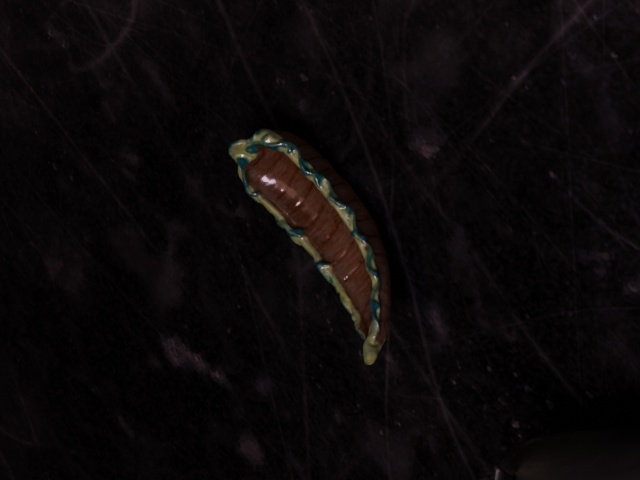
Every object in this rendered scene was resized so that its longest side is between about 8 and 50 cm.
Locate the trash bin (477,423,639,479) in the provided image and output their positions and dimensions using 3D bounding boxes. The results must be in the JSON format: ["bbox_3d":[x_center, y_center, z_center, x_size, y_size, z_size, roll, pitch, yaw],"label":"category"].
[{"bbox_3d":[0.308,0.259,1.194,0.252,0.203,0.301,30,153,-29],"label":"trash bin"}]

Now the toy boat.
[{"bbox_3d":[0.010,-0.001,1.462,0.293,0.099,0.108,56,142,21],"label":"toy boat"}]
